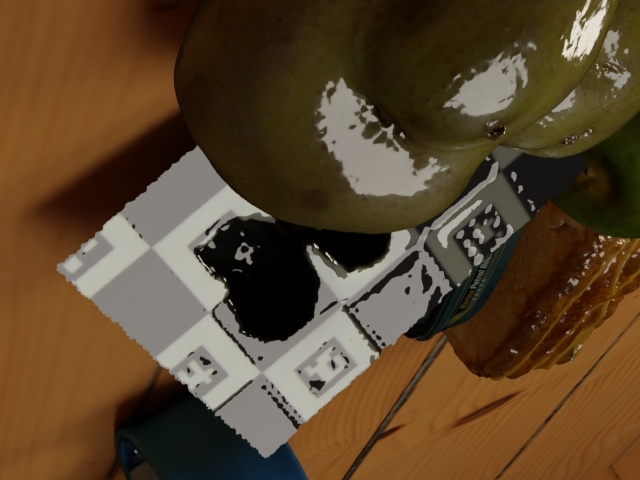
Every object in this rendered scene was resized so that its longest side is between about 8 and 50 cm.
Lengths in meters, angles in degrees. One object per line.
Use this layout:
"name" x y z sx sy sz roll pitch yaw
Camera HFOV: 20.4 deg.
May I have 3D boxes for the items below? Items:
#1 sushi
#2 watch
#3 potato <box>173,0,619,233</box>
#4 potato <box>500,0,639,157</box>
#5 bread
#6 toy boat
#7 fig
"sushi" -0.004 -0.045 1.424 0.373 0.100 0.296 -42 132 -1
"watch" -0.105 0.263 1.843 0.241 0.305 0.274 -30 130 -19
"potato" 0.066 -0.151 1.143 0.351 0.218 0.202 -41 -167 19
"potato" 0.189 -0.181 1.296 0.174 0.159 0.251 16 95 -66
"bread" 0.272 0.044 2.003 0.185 0.114 0.274 -5 145 -39
"toy boat" 0.114 0.014 1.726 0.122 0.114 0.296 -4 152 -16
"fig" 0.300 -0.141 1.573 0.275 0.206 0.206 -47 169 -30
